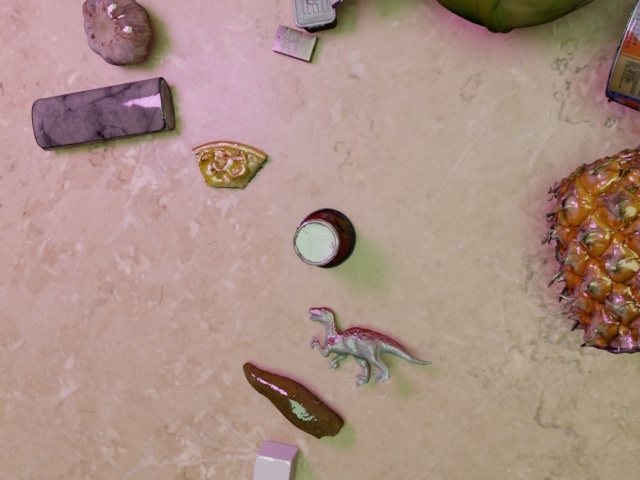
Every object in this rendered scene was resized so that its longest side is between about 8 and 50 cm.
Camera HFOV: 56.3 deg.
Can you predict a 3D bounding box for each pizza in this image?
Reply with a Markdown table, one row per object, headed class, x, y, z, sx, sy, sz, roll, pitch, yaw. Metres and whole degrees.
| class | x | y | z | sx | sy | sz | roll | pitch | yaw |
| --- | --- | --- | --- | --- | --- | --- | --- | --- | --- |
| pizza | -0.191 | -0.156 | 1.235 | 0.159 | 0.036 | 0.099 | 7 | 95 | 10 |

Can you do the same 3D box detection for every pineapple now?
| class | x | y | z | sx | sy | sz | roll | pitch | yaw |
| --- | --- | --- | --- | --- | --- | --- | --- | --- | --- |
| pineapple | 0.529 | 0.003 | 0.969 | 0.352 | 0.352 | 0.301 | -18 | 83 | 11 |

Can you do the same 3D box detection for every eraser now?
| class | x | y | z | sx | sy | sz | roll | pitch | yaw |
| --- | --- | --- | --- | --- | --- | --- | --- | --- | --- |
| eraser | -0.107 | 0.580 | 1.244 | 0.076 | 0.078 | 0.299 | 9 | 95 | 10 |

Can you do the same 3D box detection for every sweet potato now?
| class | x | y | z | sx | sy | sz | roll | pitch | yaw |
| --- | --- | --- | --- | --- | --- | --- | --- | --- | --- |
| sweet potato | -0.063 | 0.328 | 1.222 | 0.243 | 0.077 | 0.077 | 32 | 98 | 6 |

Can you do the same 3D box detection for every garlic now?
| class | x | y | z | sx | sy | sz | roll | pitch | yaw |
| --- | --- | --- | --- | --- | --- | --- | --- | --- | --- |
| garlic | -0.411 | -0.433 | 1.228 | 0.159 | 0.102 | 0.147 | 25 | 111 | 20 |

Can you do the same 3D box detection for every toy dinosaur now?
| class | x | y | z | sx | sy | sz | roll | pitch | yaw |
| --- | --- | --- | --- | --- | --- | --- | --- | --- | --- |
| toy dinosaur | 0.097 | 0.210 | 1.194 | 0.241 | 0.053 | 0.168 | -7 | 85 | 19 |

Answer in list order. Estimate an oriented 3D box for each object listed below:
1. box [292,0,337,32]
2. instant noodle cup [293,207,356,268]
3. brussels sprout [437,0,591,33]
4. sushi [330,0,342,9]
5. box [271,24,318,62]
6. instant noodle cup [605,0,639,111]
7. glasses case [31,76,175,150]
| class | x | y | z | sx | sy | sz | roll | pitch | yaw |
| --- | --- | --- | --- | --- | --- | --- | --- | --- | --- |
| box | -0.008 | -0.468 | 1.167 | 0.084 | 0.069 | 0.123 | -5 | 92 | 12 |
| instant noodle cup | 0.002 | -0.001 | 1.158 | 0.127 | 0.135 | 0.127 | 1 | 93 | 9 |
| brussels sprout | 0.320 | -0.520 | 0.956 | 0.424 | 0.343 | 0.361 | 15 | 132 | -6 |
| sushi | 0.061 | -0.581 | 1.086 | 0.192 | 0.043 | 0.280 | -33 | 65 | 40 |
| box | -0.051 | -0.395 | 1.201 | 0.083 | 0.024 | 0.053 | 18 | 97 | 7 |
| instant noodle cup | 0.610 | -0.307 | 0.961 | 0.213 | 0.296 | 0.297 | 24 | 98 | 26 |
| glasses case | -0.461 | -0.266 | 1.266 | 0.298 | 0.060 | 0.114 | -7 | 92 | 11 |
